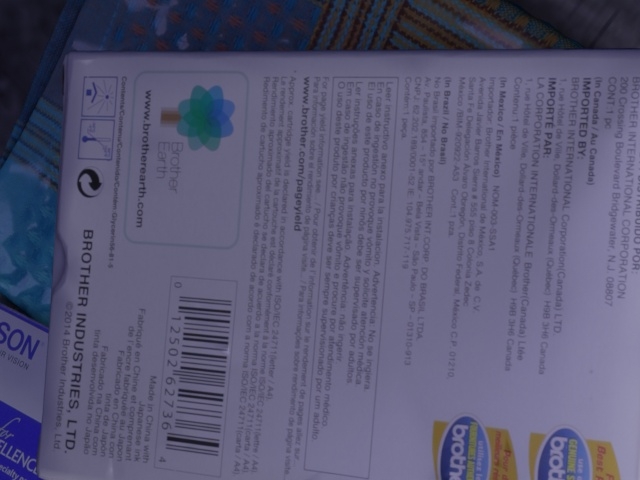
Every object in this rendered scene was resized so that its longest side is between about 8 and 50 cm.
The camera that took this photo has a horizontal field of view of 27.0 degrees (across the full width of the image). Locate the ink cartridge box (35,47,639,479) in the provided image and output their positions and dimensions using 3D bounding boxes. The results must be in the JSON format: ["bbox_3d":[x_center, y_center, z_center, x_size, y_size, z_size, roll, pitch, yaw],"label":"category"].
[{"bbox_3d":[0.033,0.019,0.526,0.311,0.065,0.186,3,88,27],"label":"ink cartridge box"}]

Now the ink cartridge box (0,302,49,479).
[{"bbox_3d":[-0.131,0.155,0.631,0.206,0.045,0.208,23,83,29],"label":"ink cartridge box"}]

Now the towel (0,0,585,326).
[{"bbox_3d":[0.000,0.000,0.603,0.370,0.040,0.271,36,108,24],"label":"towel"}]
